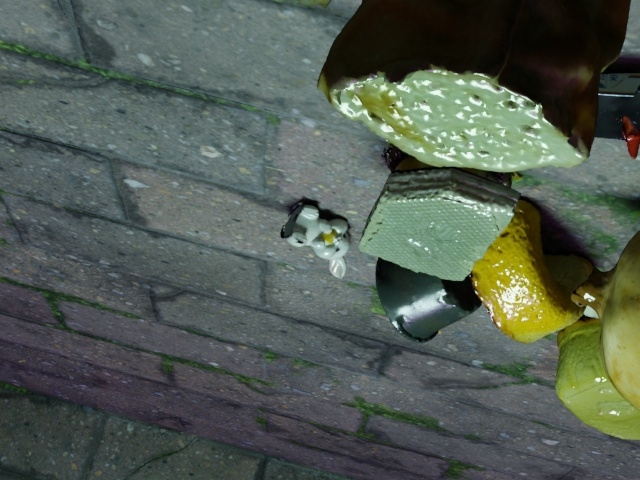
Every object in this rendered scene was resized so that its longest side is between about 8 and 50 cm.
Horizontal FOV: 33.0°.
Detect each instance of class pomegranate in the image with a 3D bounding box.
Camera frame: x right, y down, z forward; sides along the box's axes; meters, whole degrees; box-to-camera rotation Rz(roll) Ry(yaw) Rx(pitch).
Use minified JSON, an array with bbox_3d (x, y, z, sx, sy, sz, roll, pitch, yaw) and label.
[{"bbox_3d":[0.477,0.101,1.302,0.307,0.307,0.307,13,156,6],"label":"pomegranate"}]

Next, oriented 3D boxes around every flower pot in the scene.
[{"bbox_3d":[0.170,0.062,1.601,0.106,0.157,0.157,-25,136,36],"label":"flower pot"}]

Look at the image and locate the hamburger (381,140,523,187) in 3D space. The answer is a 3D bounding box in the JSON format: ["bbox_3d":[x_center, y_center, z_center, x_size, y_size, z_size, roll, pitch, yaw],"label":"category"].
[{"bbox_3d":[0.155,-0.082,1.345,0.164,0.093,0.189,-10,144,46],"label":"hamburger"}]

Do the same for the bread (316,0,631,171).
[{"bbox_3d":[0.145,-0.189,0.924,0.238,0.252,0.196,26,156,-28],"label":"bread"}]

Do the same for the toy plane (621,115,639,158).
[{"bbox_3d":[0.408,-0.116,1.078,0.194,0.126,0.077,-33,175,14],"label":"toy plane"}]

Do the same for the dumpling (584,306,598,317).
[{"bbox_3d":[0.401,0.088,1.630,0.059,0.043,0.077,25,171,42],"label":"dumpling"}]

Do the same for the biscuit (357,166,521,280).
[{"bbox_3d":[0.137,-0.019,1.311,0.150,0.052,0.252,19,158,-2],"label":"biscuit"}]

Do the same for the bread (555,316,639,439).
[{"bbox_3d":[0.505,0.213,1.709,0.269,0.148,0.270,12,152,6],"label":"bread"}]

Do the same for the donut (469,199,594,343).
[{"bbox_3d":[0.292,0.061,1.499,0.101,0.152,0.259,-13,146,36],"label":"donut"}]

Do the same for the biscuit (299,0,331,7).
[{"bbox_3d":[-0.100,-0.323,1.048,0.273,0.036,0.187,18,156,-5],"label":"biscuit"}]

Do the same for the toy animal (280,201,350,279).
[{"bbox_3d":[0.003,-0.002,1.641,0.124,0.071,0.085,25,154,-19],"label":"toy animal"}]

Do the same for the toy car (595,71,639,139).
[{"bbox_3d":[0.292,-0.147,1.161,0.204,0.056,0.095,6,155,15],"label":"toy car"}]
